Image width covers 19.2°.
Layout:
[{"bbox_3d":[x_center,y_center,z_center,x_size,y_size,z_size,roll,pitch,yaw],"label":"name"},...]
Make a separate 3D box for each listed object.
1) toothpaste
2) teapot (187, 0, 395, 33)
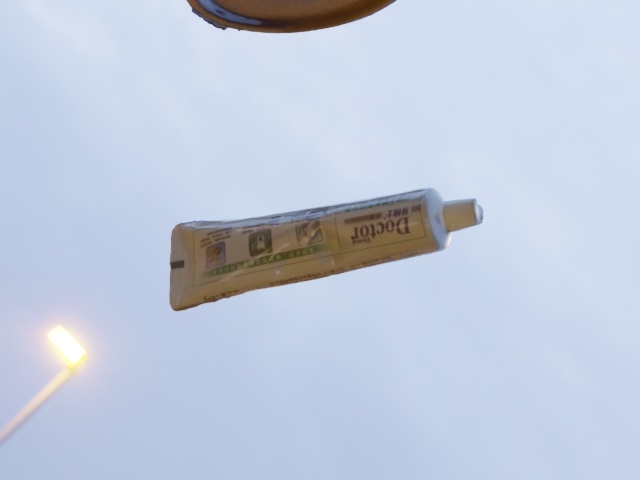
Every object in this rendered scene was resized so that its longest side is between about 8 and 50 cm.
[{"bbox_3d":[0.000,0.000,1.223,0.218,0.064,0.041,-11,-25,21],"label":"toothpaste"},{"bbox_3d":[-0.013,-0.110,0.560,0.076,0.068,0.121,-19,-24,25],"label":"teapot"}]
